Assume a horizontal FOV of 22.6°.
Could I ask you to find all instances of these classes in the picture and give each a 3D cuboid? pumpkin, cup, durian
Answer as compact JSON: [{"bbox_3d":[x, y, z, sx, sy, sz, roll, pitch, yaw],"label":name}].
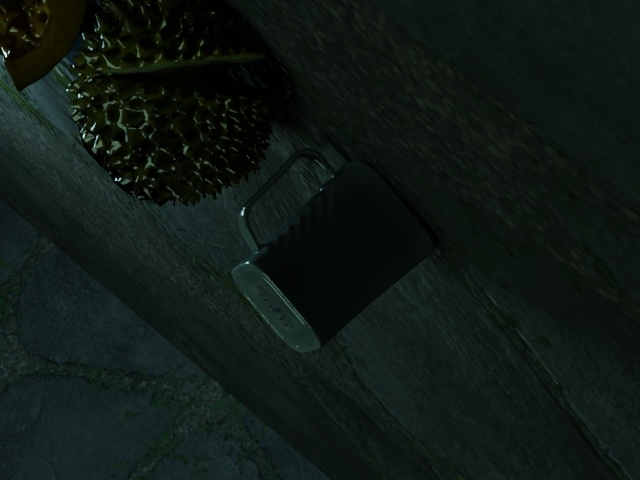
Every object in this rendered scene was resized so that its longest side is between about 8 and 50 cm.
[{"bbox_3d":[-0.281,-0.272,1.381,0.163,0.111,0.278,55,171,33],"label":"pumpkin"},{"bbox_3d":[0.000,0.000,1.233,0.128,0.129,0.095,50,161,-6],"label":"cup"},{"bbox_3d":[-0.130,-0.109,1.275,0.193,0.138,0.237,44,169,7],"label":"durian"}]

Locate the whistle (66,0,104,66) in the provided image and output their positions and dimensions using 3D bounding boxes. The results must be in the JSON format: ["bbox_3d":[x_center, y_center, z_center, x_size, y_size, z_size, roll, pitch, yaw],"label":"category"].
[{"bbox_3d":[-0.231,-0.201,1.493,0.304,0.062,0.062,41,167,21],"label":"whistle"}]
